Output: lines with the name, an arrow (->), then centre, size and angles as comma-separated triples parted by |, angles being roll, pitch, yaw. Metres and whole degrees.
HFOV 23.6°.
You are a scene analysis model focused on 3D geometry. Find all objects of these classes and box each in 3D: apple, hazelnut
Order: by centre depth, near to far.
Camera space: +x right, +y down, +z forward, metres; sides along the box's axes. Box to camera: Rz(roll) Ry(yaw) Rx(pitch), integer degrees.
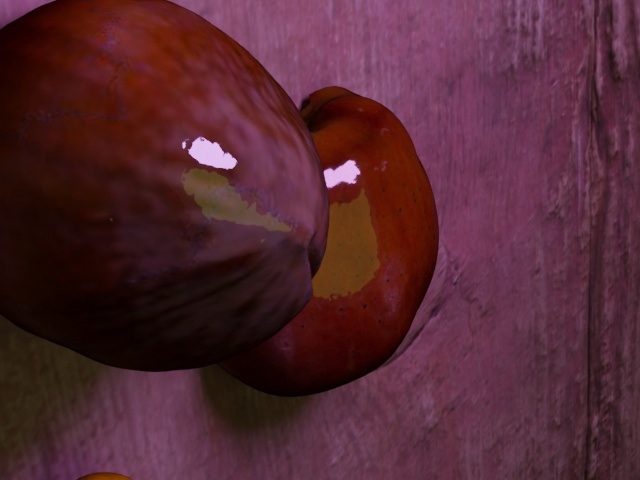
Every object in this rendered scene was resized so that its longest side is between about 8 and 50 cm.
hazelnut -> -0.169, -0.043, 1.483 | 0.409, 0.359, 0.359 | 30, 83, -46
apple -> 0.000, 0.000, 1.903 | 0.328, 0.295, 0.365 | -86, 173, -56

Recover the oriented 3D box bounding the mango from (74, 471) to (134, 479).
mango -> -0.243, 0.373, 1.771 | 0.176, 0.119, 0.317 | -60, 150, -27
